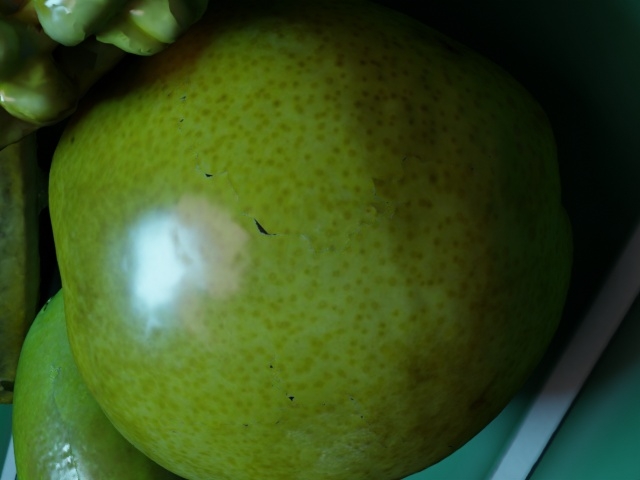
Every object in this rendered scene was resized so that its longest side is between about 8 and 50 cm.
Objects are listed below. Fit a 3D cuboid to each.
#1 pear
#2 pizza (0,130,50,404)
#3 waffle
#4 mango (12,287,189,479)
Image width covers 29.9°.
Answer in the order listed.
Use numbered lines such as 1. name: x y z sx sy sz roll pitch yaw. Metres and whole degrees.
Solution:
1. pear: 0.000 0.000 0.482 0.209 0.209 0.209 15 112 42
2. pizza: -0.226 -0.063 0.762 0.223 0.089 0.323 36 131 45
3. waffle: -0.093 -0.137 0.485 0.302 0.325 0.068 -17 131 37
4. mango: -0.118 0.125 0.700 0.125 0.111 0.233 -12 81 34
